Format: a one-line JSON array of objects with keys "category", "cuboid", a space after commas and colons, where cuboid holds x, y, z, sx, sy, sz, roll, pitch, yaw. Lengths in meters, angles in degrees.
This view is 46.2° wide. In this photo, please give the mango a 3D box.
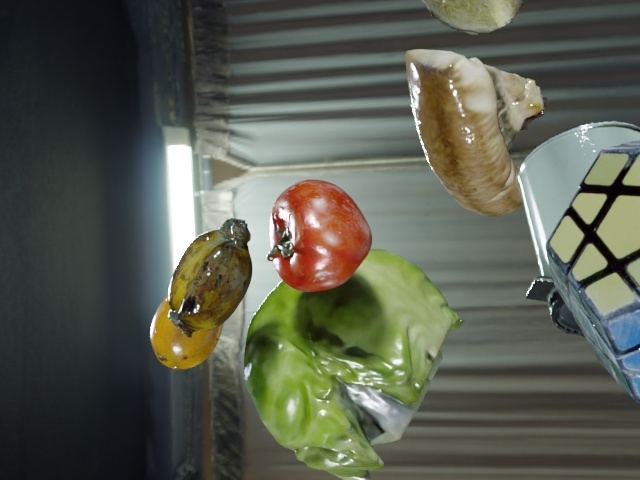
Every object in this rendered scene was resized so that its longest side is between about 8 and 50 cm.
[{"category": "mango", "cuboid": [-0.271, 0.158, 1.602, 0.236, 0.136, 0.166, -62, -16, -22]}]

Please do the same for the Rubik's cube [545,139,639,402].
[{"category": "Rubik's cube", "cuboid": [0.402, 0.026, 0.803, 0.264, 0.318, 0.319, -63, -29, -48]}]

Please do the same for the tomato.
[{"category": "tomato", "cuboid": [0.000, 0.000, 1.189, 0.187, 0.151, 0.187, -2, 88, 58]}]

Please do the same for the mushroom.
[{"category": "mushroom", "cuboid": [0.280, -0.226, 1.530, 0.397, 0.224, 0.314, 8, -87, -54]}]

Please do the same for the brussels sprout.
[{"category": "brussels sprout", "cuboid": [0.040, 0.219, 1.463, 0.425, 0.361, 0.342, -58, -9, -11]}]

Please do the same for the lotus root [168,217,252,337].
[{"category": "lotus root", "cuboid": [-0.172, 0.057, 1.198, 0.210, 0.120, 0.120, -60, -8, 7]}]

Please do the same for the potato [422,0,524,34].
[{"category": "potato", "cuboid": [0.337, -0.563, 1.579, 0.239, 0.116, 0.299, 50, 160, -9]}]

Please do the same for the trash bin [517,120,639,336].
[{"category": "trash bin", "cuboid": [0.436, -0.015, 1.157, 0.217, 0.277, 0.263, 96, 170, -58]}]
